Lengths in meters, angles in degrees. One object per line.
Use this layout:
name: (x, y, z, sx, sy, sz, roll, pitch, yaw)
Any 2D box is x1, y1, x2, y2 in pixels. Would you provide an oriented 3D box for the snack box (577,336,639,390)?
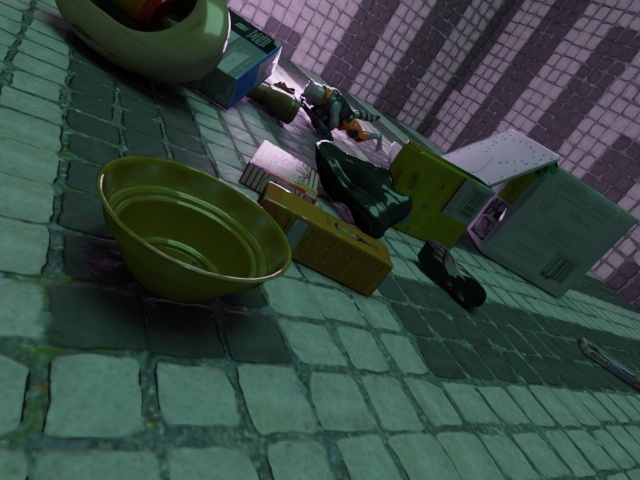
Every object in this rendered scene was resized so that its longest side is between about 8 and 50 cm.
snack box: (0.746, 0.317, 1.160, 0.178, 0.022, 0.064, 34, 21, 3)

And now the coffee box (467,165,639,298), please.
coffee box: (0.731, -0.081, 1.533, 0.337, 0.338, 0.334, 29, 23, -12)

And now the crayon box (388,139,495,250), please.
crayon box: (0.260, -0.115, 1.148, 0.318, 0.202, 0.081, 20, 25, -30)

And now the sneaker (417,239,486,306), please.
sneaker: (0.286, 0.076, 0.994, 0.178, 0.072, 0.077, 52, 16, 21)

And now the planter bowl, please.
planter bowl: (-0.146, 0.005, 0.502, 0.217, 0.090, 0.217, 27, 23, -13)

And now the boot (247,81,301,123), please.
boot: (-0.214, -0.456, 1.369, 0.269, 0.089, 0.236, 18, 16, -32)

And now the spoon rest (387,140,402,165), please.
spoon rest: (0.341, -0.302, 1.829, 0.137, 0.084, 0.276, 51, 14, 33)

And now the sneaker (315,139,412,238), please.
sneaker: (0.089, -0.130, 1.018, 0.130, 0.109, 0.286, -29, 63, -17)

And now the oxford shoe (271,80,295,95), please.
oxford shoe: (-0.161, -0.528, 1.591, 0.076, 0.076, 0.212, 43, 26, 17)

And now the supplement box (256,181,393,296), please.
supplement box: (0.000, 0.000, 0.730, 0.233, 0.080, 0.078, 26, 24, -13)

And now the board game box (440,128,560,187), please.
board game box: (0.491, -0.221, 1.450, 0.390, 0.389, 0.050, -87, 154, -65)

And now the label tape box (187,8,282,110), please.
label tape box: (-0.316, -0.538, 1.227, 0.347, 0.115, 0.249, 35, 49, -2)

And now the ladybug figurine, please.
ladybug figurine: (-0.393, -0.508, 1.021, 0.449, 0.305, 0.162, 41, -16, 10)

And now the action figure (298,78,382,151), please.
action figure: (0.051, -0.473, 1.642, 0.330, 0.178, 0.341, 25, 24, -44)

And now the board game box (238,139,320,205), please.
board game box: (-0.076, -0.131, 0.933, 0.146, 0.045, 0.194, 29, 23, -11)
